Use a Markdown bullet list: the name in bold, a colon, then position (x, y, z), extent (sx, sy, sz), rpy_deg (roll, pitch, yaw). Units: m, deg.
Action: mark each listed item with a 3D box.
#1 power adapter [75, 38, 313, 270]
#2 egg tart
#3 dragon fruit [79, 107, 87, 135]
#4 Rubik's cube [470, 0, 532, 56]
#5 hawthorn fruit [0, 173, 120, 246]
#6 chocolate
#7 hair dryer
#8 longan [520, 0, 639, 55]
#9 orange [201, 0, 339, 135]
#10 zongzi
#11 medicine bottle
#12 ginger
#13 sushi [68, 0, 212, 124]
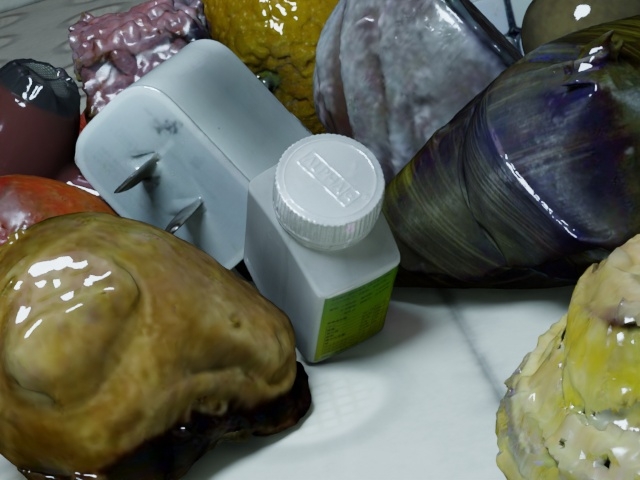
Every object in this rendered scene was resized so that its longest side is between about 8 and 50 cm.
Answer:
- **power adapter**: position (-0.120, -0.069, 1.353), extent (0.124, 0.187, 0.255), rpy_deg (-42, 6, 26)
- **egg tart**: position (0.276, 0.072, 0.933), extent (0.352, 0.150, 0.352), rpy_deg (-12, 24, 5)
- **dragon fruit**: position (-0.260, -0.114, 1.880), extent (0.106, 0.083, 0.162), rpy_deg (-23, -18, 33)
- **Rubik's cube**: position (0.268, -0.370, 1.877), extent (0.253, 0.259, 0.256), rpy_deg (-15, 22, -1)
- **hawthorn fruit**: position (-0.267, 0.020, 1.322), extent (0.199, 0.251, 0.199), rpy_deg (-9, 55, 13)
- **chocolate**: position (0.100, -0.148, 1.474), extent (0.213, 0.303, 0.303), rpy_deg (-45, 17, 13)
- **hair dryer**: position (-0.236, 0.005, 1.480), extent (0.340, 0.313, 0.123), rpy_deg (24, 22, 3)
- **longan**: position (0.322, -0.255, 1.689), extent (0.187, 0.167, 0.167), rpy_deg (-24, 22, -18)
- **orange**: position (-0.015, -0.294, 1.809), extent (0.322, 0.322, 0.357), rpy_deg (-4, 36, 28)
- **zongzi**: position (0.243, -0.067, 1.309), extent (0.403, 0.208, 0.432), rpy_deg (-19, -4, -35)
- **medicine bottle**: position (0.000, 0.000, 1.200), extent (0.088, 0.188, 0.132), rpy_deg (-24, 65, -18)
- **ginger**: position (-0.159, 0.075, 1.144), extent (0.269, 0.223, 0.200), rpy_deg (-30, 21, -27)
- **sushi**: position (-0.172, -0.144, 1.616), extent (0.170, 0.270, 0.236), rpy_deg (-19, 7, -2)
